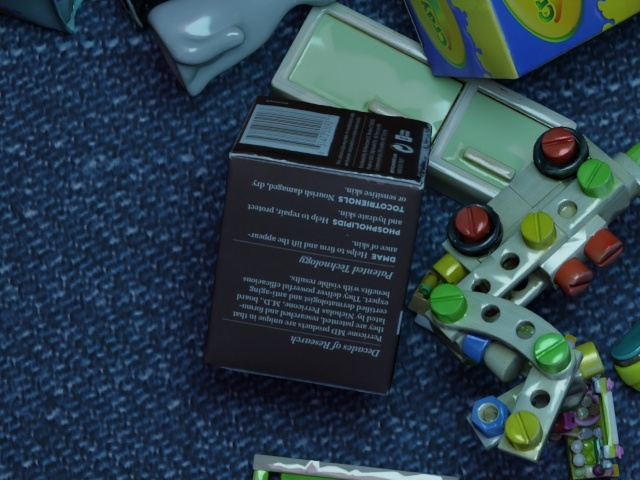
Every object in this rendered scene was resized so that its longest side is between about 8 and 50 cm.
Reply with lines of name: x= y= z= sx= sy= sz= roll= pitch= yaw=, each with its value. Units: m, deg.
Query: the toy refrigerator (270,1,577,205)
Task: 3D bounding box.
toy refrigerator: x=0.095 y=-0.118 z=1.657 sx=0.270 sy=0.094 sz=0.102 roll=28 pitch=81 yaw=6

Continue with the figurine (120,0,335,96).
figurine: x=-0.075 y=-0.254 z=1.646 sx=0.209 sy=0.092 sz=0.215 roll=-31 pitch=46 yaw=-6

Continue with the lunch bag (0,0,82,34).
lunch bag: x=-0.322 y=-0.311 z=1.616 sx=0.223 sy=0.262 sz=0.160 roll=18 pitch=80 yaw=4

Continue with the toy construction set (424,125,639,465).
toy construction set: x=0.225 y=0.031 z=1.516 sx=0.328 sy=0.151 sz=0.215 roll=-34 pitch=58 yaw=-18

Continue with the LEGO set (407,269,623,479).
LEGO set: x=0.197 y=0.130 z=1.600 sx=0.132 sy=0.107 sz=0.287 roll=-28 pitch=80 yaw=-4

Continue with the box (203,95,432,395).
box: x=0.000 y=0.000 z=1.559 sx=0.167 sy=0.168 sz=0.203 roll=9 pitch=113 yaw=2

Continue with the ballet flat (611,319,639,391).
ballet flat: x=0.367 y=0.056 z=1.637 sx=0.231 sy=0.077 sz=0.077 roll=-46 pitch=103 yaw=-4

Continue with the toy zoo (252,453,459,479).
toy zoo: x=0.017 y=0.350 z=1.600 sx=0.192 sy=0.030 sz=0.293 roll=7 pitch=79 yaw=2

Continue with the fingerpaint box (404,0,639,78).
fingerpaint box: x=0.199 y=-0.417 z=1.546 sx=0.371 sy=0.163 sz=0.444 roll=-29 pitch=107 yaw=-20
